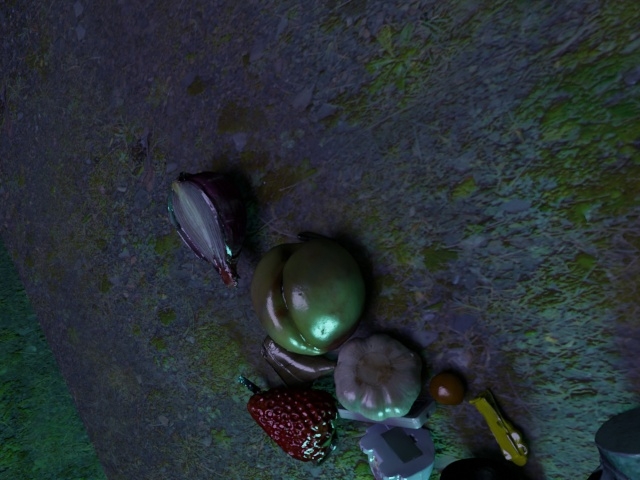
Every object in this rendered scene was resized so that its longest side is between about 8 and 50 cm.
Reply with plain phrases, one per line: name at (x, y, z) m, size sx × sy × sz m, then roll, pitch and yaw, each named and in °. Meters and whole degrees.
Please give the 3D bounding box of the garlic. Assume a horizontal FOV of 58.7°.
garlic at (0.145, 0.342, 1.395) m, size 0.219 × 0.218 × 0.212 m, roll 38°, pitch 164°, yaw 24°

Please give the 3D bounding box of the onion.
onion at (-0.279, -0.041, 1.608) m, size 0.267 × 0.159 × 0.348 m, roll -20°, pitch 100°, yaw 55°

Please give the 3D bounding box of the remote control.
remote control at (0.164, 0.422, 1.432) m, size 0.250 × 0.103 × 0.034 m, roll -6°, pitch 104°, yaw 43°

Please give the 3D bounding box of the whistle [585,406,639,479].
whistle at (0.650, 0.374, 0.936) m, size 0.405 × 0.188 × 0.168 m, roll -26°, pitch 88°, yaw 43°

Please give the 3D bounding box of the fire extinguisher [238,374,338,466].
fire extinguisher at (-0.110, 0.514, 1.683) m, size 0.344 × 0.138 × 0.102 m, roll 33°, pitch 80°, yaw 27°

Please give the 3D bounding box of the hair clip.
hair clip at (0.399, 0.419, 1.265) m, size 0.173 × 0.046 × 0.072 m, roll 55°, pitch 142°, yaw 12°

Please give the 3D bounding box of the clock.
clock at (0.194, 0.602, 1.440) m, size 0.189 × 0.189 × 0.253 m, roll 21°, pitch 125°, yaw 34°

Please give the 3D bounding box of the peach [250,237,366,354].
peach at (-0.026, 0.137, 1.400) m, size 0.293 × 0.247 × 0.292 m, roll 7°, pitch 118°, yaw 13°

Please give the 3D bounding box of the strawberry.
strawberry at (-0.077, 0.468, 1.520) m, size 0.245 × 0.205 × 0.205 m, roll 21°, pitch 122°, yaw 4°

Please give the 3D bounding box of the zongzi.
zongzi at (-0.057, 0.318, 1.578) m, size 0.194 × 0.099 × 0.197 m, roll 50°, pitch 129°, yaw -6°

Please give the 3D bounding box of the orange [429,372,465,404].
orange at (0.293, 0.343, 1.312) m, size 0.085 × 0.085 × 0.084 m, roll 16°, pitch 115°, yaw 36°

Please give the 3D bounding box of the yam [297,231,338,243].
yam at (0.000, 0.000, 1.470) m, size 0.130 × 0.033 × 0.027 m, roll 14°, pitch 87°, yaw 32°

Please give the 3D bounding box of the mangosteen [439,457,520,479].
mangosteen at (0.371, 0.596, 1.242) m, size 0.243 × 0.243 × 0.242 m, roll 16°, pitch 115°, yaw 36°
